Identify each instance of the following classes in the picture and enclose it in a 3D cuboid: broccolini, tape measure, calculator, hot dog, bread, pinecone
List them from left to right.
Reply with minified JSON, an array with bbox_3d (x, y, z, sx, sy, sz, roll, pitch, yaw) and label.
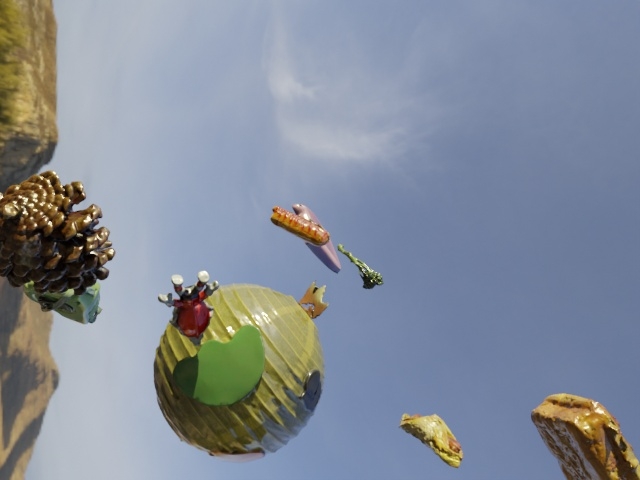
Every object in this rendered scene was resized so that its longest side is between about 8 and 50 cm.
[{"bbox_3d":[-0.440,0.004,0.730,0.185,0.169,0.213,7,-49,12],"label":"pinecone"},{"bbox_3d":[-0.625,0.129,1.082,0.200,0.175,0.106,-41,-151,54],"label":"tape measure"},{"bbox_3d":[-0.044,-0.032,0.950,0.144,0.062,0.038,28,-67,12],"label":"hot dog"},{"bbox_3d":[0.001,-0.001,1.441,0.043,0.294,0.194,-28,-120,10],"label":"calculator"},{"bbox_3d":[0.091,0.053,1.124,0.054,0.052,0.194,-34,-135,-5],"label":"broccolini"},{"bbox_3d":[0.229,0.390,0.907,0.168,0.078,0.061,18,-88,54],"label":"hot dog"},{"bbox_3d":[0.432,0.357,0.650,0.271,0.077,0.139,59,-15,6],"label":"bread"}]

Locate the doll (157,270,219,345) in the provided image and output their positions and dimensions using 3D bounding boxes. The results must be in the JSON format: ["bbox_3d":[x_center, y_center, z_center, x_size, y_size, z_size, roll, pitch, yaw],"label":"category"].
[{"bbox_3d":[-0.145,0.079,0.494,0.039,0.057,0.114,29,-46,21],"label":"doll"}]

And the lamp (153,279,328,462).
[{"bbox_3d":[-0.094,0.166,0.644,0.284,0.250,0.250,-41,-137,-12],"label":"lamp"}]
